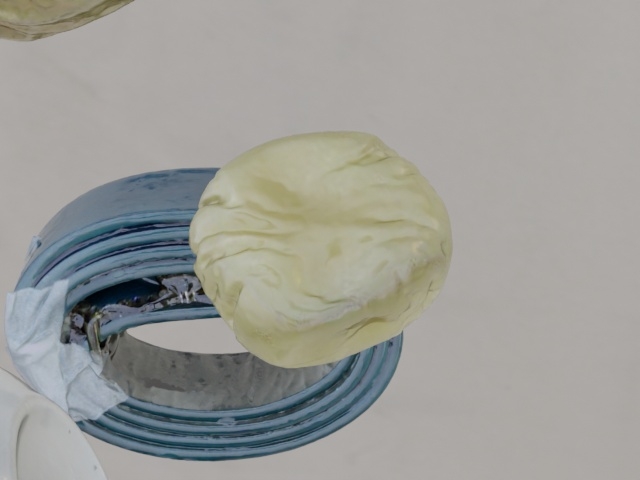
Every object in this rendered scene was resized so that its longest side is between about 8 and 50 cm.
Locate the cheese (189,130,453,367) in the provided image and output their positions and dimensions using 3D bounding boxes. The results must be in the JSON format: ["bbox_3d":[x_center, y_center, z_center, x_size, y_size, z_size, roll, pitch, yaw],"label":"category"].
[{"bbox_3d":[0.000,0.000,1.797,0.226,0.117,0.214,-27,63,-11],"label":"cheese"}]

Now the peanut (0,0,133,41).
[{"bbox_3d":[-0.136,-0.222,1.348,0.325,0.153,0.140,-10,110,21],"label":"peanut"}]

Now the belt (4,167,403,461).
[{"bbox_3d":[-0.125,0.083,2.187,0.437,0.173,0.300,1,112,4],"label":"belt"}]

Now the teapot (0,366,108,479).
[{"bbox_3d":[-0.190,0.176,1.007,0.166,0.208,0.299,-5,45,11],"label":"teapot"}]
